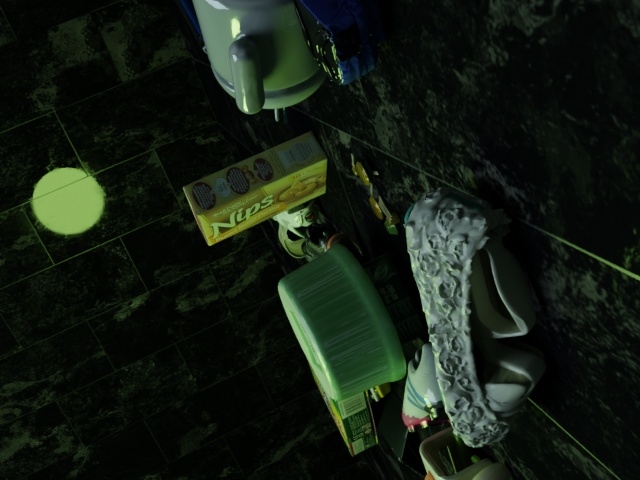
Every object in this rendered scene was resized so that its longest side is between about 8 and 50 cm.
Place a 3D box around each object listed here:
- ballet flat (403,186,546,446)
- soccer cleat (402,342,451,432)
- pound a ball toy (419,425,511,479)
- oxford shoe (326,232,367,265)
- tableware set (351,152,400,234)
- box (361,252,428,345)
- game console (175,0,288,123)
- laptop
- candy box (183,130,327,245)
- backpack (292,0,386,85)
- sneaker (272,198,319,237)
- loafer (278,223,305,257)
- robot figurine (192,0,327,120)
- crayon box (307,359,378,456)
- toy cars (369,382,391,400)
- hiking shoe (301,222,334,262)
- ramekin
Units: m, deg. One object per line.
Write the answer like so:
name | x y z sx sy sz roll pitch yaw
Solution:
ballet flat | 0.210 0.123 0.871 0.147 0.147 0.408 48 161 61
soccer cleat | 0.219 0.281 1.326 0.331 0.116 0.143 95 165 -68
pound a ball toy | 0.299 0.531 1.381 0.208 0.136 0.319 49 162 60
oxford shoe | 0.101 0.103 1.579 0.098 0.097 0.271 6 127 56
tableware set | 0.101 -0.084 1.242 0.154 0.024 0.104 60 173 24
box | 0.135 0.132 1.431 0.180 0.078 0.147 63 170 9
game console | -0.189 -0.389 1.356 0.173 0.250 0.293 -56 52 38
laptop | 0.258 0.568 2.080 0.264 0.136 0.234 41 -176 -29
candy box | -0.142 -0.117 1.582 0.087 0.317 0.183 62 169 19
backpack | 0.034 -0.266 0.891 0.098 0.101 0.120 61 174 34
sneaker | -0.058 -0.117 1.815 0.146 0.122 0.330 43 162 18
loafer | -0.077 -0.024 2.127 0.268 0.102 0.092 78 170 -51
robot figurine | -0.083 -0.339 1.039 0.353 0.200 0.299 82 -160 -62
crayon box | 0.052 0.447 2.146 0.362 0.106 0.313 76 166 -47
toy cars | 0.151 0.344 1.895 0.393 0.087 0.176 86 158 -74
hiking shoe | 0.000 0.000 1.835 0.227 0.086 0.114 13 129 66
ramekin | 0.034 0.172 1.389 0.303 0.148 0.303 61 169 21
